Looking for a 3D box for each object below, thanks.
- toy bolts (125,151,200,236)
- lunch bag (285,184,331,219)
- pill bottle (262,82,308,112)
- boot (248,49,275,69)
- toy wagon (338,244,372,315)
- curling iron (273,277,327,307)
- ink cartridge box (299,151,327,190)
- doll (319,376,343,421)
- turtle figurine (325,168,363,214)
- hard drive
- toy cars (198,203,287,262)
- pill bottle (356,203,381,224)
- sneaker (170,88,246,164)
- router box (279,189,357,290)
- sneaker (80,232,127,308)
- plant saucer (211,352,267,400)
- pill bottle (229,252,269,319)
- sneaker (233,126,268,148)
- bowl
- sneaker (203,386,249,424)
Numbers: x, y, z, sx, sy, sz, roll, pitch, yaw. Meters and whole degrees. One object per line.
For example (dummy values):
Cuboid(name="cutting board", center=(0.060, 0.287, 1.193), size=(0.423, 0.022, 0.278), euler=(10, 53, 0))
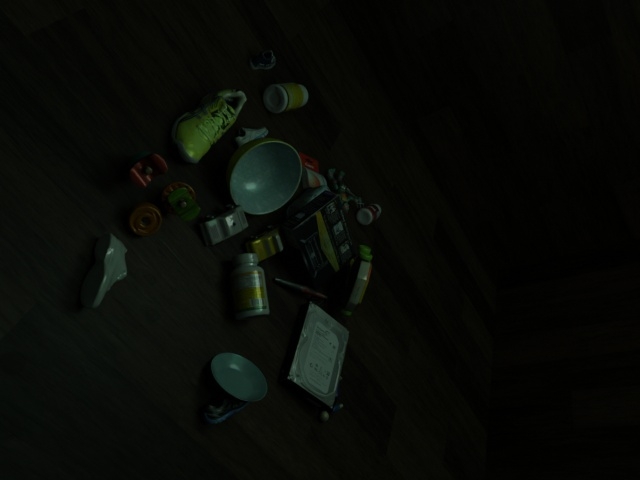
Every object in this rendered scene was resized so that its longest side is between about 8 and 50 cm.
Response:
Cuboid(name="toy bolts", center=(-0.499, -0.145, 1.498), size=(0.218, 0.158, 0.228), euler=(-34, 120, -15))
Cuboid(name="lunch bag", center=(-0.024, -0.087, 2.135), size=(0.279, 0.108, 0.224), euler=(-49, 122, -50))
Cuboid(name="pill bottle", center=(-0.145, -0.616, 2.200), size=(0.208, 0.119, 0.119), euler=(-33, 102, -55))
Cuboid(name="boot", center=(-0.224, -0.778, 2.191), size=(0.069, 0.086, 0.190), euler=(62, 35, -14))
Cuboid(name="toy wagon", center=(0.152, 0.155, 2.167), size=(0.344, 0.068, 0.267), euler=(-76, -175, -77))
Cuboid(name="curling iron", center=(-0.075, 0.200, 1.973), size=(0.274, 0.068, 0.035), euler=(31, 13, -39))
Cuboid(name="ink cartridge box", center=(-0.029, -0.299, 2.289), size=(0.145, 0.045, 0.179), euler=(16, 64, -52))
Cuboid(name="doll", center=(0.037, 0.600, 1.950), size=(0.129, 0.046, 0.189), euler=(41, 44, -20))
Cuboid(name="turtle figurine", center=(0.105, -0.219, 2.380), size=(0.175, 0.118, 0.234), euler=(30, 34, -64))
Cuboid(name="hard drive", center=(-0.014, 0.428, 1.918), size=(0.237, 0.064, 0.339), euler=(42, 42, -25))
Cuboid(name="toy cars", center=(-0.241, -0.022, 1.779), size=(0.394, 0.087, 0.176), euler=(26, 69, -47))
Cuboid(name="pill bottle", center=(0.247, -0.136, 2.572), size=(0.152, 0.086, 0.086), euler=(-32, 102, -57))
Cuboid(name="sneaker", center=(-0.378, -0.409, 1.740), size=(0.145, 0.147, 0.384), euler=(50, 40, -32))
Cuboid(name="router box", center=(0.000, 0.000, 1.973), size=(0.243, 0.081, 0.308), euler=(-38, 129, -26))
Cuboid(name="sneaker", center=(-0.548, 0.089, 1.330), size=(0.094, 0.080, 0.212), euler=(50, 36, -48))
Cuboid(name="plant saucer", center=(-0.255, 0.426, 1.565), size=(0.195, 0.037, 0.195), euler=(32, 18, -11))
Cuboid(name="pill bottle", center=(-0.239, 0.153, 1.701), size=(0.118, 0.118, 0.208), euler=(8, 69, -54))
Cuboid(name="sneaker", center=(-0.269, -0.409, 1.971), size=(0.083, 0.071, 0.190), euler=(53, 37, -17))
Cuboid(name="bowl", center=(-0.228, -0.255, 1.846), size=(0.289, 0.289, 0.156), euler=(26, 13, -47))
Cuboid(name="sneaker", center=(-0.278, 0.481, 1.535), size=(0.188, 0.067, 0.078), euler=(-18, 94, -55))
